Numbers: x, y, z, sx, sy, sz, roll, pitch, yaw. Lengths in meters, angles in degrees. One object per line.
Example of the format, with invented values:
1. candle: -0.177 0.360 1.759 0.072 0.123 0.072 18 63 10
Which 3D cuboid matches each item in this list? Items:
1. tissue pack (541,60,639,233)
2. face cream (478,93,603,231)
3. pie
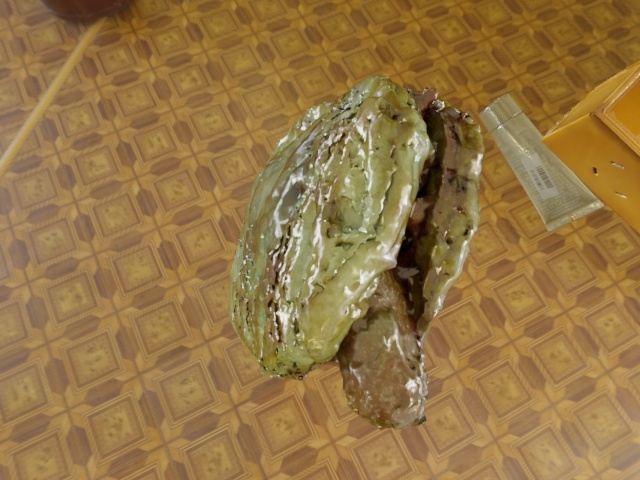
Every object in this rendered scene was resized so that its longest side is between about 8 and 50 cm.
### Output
1. tissue pack: 0.579 -0.155 0.812 0.274 0.194 0.145 45 88 1
2. face cream: 0.510 -0.189 1.089 0.084 0.137 0.341 -32 87 -44
3. pie: -0.008 -0.013 0.568 0.181 0.418 0.394 19 84 -28
